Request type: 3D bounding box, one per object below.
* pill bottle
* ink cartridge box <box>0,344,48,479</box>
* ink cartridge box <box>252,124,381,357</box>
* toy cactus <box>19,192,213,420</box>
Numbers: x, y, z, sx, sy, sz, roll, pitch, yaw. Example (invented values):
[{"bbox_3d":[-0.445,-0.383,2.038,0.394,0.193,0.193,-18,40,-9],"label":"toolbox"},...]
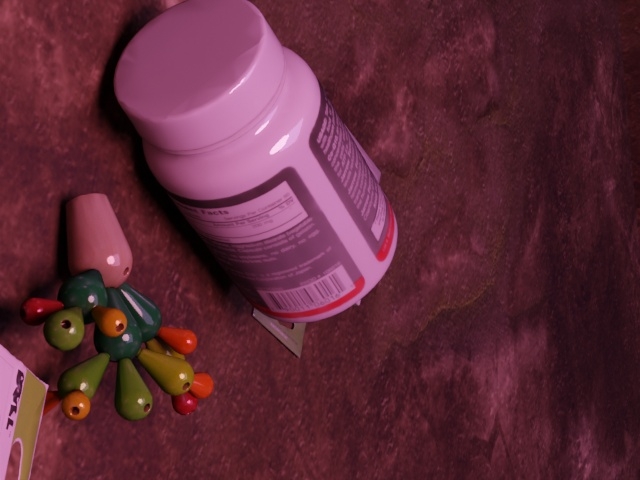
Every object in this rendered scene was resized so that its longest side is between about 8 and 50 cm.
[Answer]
[{"bbox_3d":[-0.053,-0.068,1.380,0.283,0.161,0.161,57,39,-46],"label":"pill bottle"},{"bbox_3d":[-0.267,0.141,1.008,0.255,0.097,0.189,68,28,-68],"label":"ink cartridge box"},{"bbox_3d":[0.000,0.000,1.598,0.109,0.062,0.209,48,47,-54],"label":"ink cartridge box"},{"bbox_3d":[-0.167,0.056,1.238,0.219,0.112,0.181,17,54,-60],"label":"toy cactus"}]
